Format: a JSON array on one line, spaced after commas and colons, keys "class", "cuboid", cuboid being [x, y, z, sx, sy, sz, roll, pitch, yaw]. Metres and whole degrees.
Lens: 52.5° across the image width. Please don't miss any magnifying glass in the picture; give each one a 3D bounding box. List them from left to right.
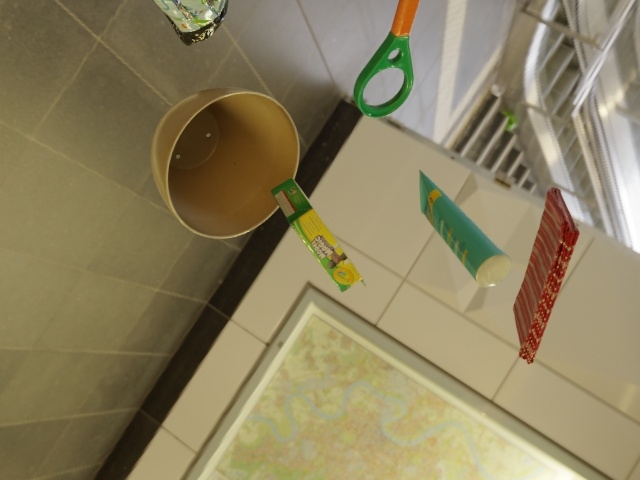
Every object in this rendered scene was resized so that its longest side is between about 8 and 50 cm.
[{"class": "magnifying glass", "cuboid": [0.106, -0.274, 0.922, 0.092, 0.026, 0.231, -10, 142, -23]}]

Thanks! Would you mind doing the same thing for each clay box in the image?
[{"class": "clay box", "cuboid": [0.000, 0.000, 1.181, 0.053, 0.127, 0.222, -34, 127, 1]}]

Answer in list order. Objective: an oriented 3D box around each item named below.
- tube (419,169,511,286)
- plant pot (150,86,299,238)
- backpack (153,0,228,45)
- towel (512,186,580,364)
[{"class": "tube", "cuboid": [0.188, -0.018, 0.906, 0.052, 0.207, 0.080, -14, 128, -14]}, {"class": "plant pot", "cuboid": [-0.211, -0.170, 1.244, 0.284, 0.191, 0.284, -23, 129, -32]}, {"class": "backpack", "cuboid": [-0.340, -0.682, 1.522, 0.355, 0.274, 0.290, 29, 54, -57]}, {"class": "towel", "cuboid": [0.395, 0.058, 1.166, 0.199, 0.031, 0.274, -67, 167, -63]}]
